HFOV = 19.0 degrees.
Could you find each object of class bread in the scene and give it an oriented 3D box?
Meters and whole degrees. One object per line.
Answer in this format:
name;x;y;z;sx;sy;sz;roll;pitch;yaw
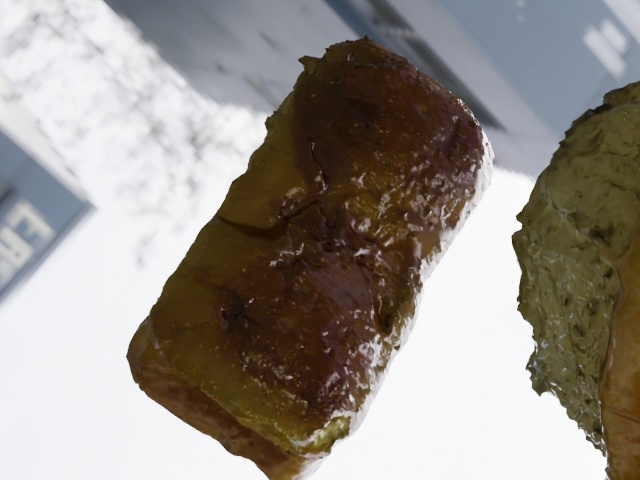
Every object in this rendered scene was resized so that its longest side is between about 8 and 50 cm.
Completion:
bread;0.189;-0.003;0.808;0.245;0.174;0.121;-32;-142;-30
bread;-0.001;0.001;1.061;0.077;0.139;0.271;-46;-171;51
